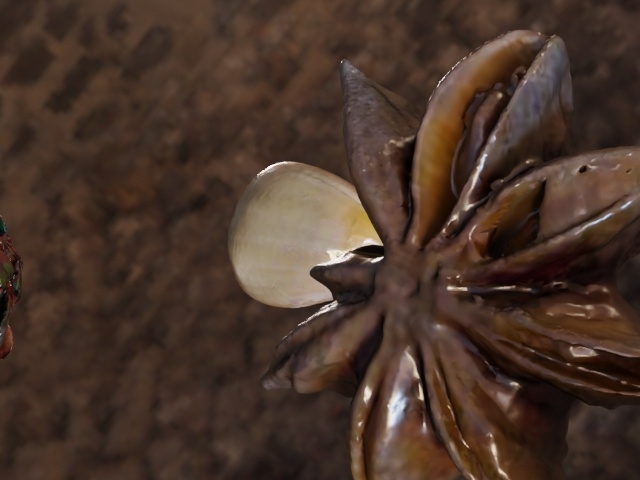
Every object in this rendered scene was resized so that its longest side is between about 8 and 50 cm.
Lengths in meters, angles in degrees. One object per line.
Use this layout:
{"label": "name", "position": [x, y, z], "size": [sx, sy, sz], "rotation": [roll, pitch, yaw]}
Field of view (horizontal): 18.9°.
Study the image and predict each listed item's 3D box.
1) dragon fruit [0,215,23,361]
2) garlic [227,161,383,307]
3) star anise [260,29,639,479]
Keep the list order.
{"label": "dragon fruit", "position": [-0.331, 0.040, 1.605], "size": [0.182, 0.182, 0.189], "rotation": [-41, -163, 30]}
{"label": "garlic", "position": [-0.015, -0.003, 1.954], "size": [0.245, 0.164, 0.145], "rotation": [-171, -89, -66]}
{"label": "star anise", "position": [0.076, 0.029, 1.101], "size": [0.315, 0.108, 0.315], "rotation": [-4, -96, 43]}
